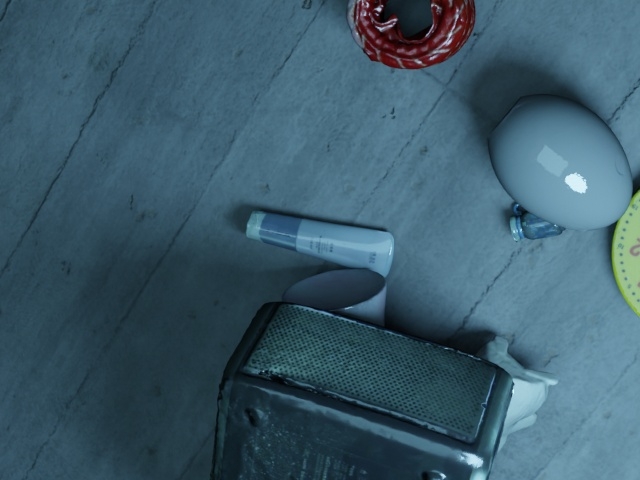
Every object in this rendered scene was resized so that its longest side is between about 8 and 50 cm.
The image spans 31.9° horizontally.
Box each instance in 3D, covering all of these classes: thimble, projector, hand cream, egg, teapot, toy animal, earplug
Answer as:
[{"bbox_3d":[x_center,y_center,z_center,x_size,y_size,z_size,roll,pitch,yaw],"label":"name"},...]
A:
[{"bbox_3d":[0.141,-0.349,1.745,0.190,0.125,0.163,1,102,19],"label":"thimble"},{"bbox_3d":[0.045,0.337,1.699,0.405,0.242,0.395,17,127,11],"label":"projector"},{"bbox_3d":[0.000,0.000,1.896,0.255,0.048,0.079,13,112,12],"label":"hand cream"},{"bbox_3d":[0.363,-0.113,1.681,0.232,0.176,0.176,42,110,-2],"label":"egg"},{"bbox_3d":[0.341,-0.034,1.768,0.083,0.049,0.063,-11,95,21],"label":"teapot"},{"bbox_3d":[0.263,0.288,1.819,0.140,0.138,0.282,35,132,19],"label":"toy animal"},{"bbox_3d":[0.047,0.217,1.857,0.172,0.172,0.301,-3,110,20],"label":"earplug"}]

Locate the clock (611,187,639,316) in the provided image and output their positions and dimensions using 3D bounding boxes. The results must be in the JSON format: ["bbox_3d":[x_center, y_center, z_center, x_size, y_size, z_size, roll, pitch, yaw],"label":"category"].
[{"bbox_3d":[0.581,0.017,1.682,0.277,0.071,0.293,28,107,12],"label":"clock"}]
